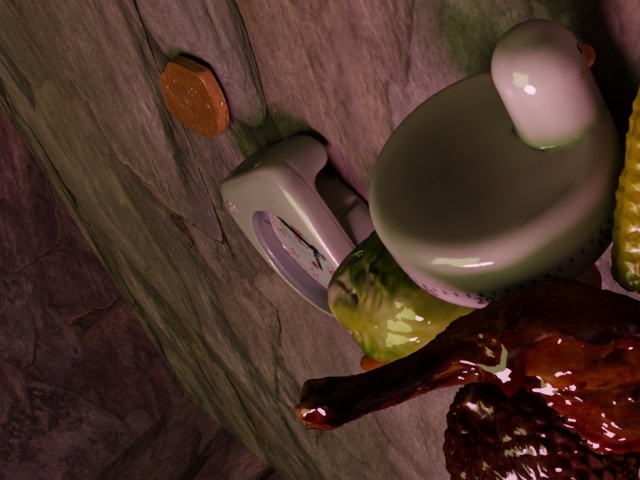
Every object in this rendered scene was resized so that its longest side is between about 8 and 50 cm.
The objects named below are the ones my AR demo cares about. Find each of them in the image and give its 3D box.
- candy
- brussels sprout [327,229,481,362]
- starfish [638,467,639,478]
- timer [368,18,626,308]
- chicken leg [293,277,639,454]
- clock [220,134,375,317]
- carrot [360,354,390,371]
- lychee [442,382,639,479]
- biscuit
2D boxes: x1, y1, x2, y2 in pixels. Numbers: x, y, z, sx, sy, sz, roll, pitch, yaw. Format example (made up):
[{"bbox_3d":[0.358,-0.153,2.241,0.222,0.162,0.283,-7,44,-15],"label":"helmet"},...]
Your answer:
[{"bbox_3d":[0.283,-0.057,0.752,0.094,0.106,0.198,9,109,34],"label":"candy"},{"bbox_3d":[0.120,0.058,1.182,0.161,0.223,0.223,39,164,-24],"label":"brussels sprout"},{"bbox_3d":[0.436,0.170,0.894,0.375,0.094,0.327,35,143,-1],"label":"starfish"},{"bbox_3d":[0.151,-0.064,0.845,0.233,0.233,0.240,26,162,45],"label":"timer"},{"bbox_3d":[0.181,0.107,0.789,0.096,0.407,0.158,-103,15,-69],"label":"chicken leg"},{"bbox_3d":[0.000,0.000,1.451,0.324,0.108,0.265,52,158,-14],"label":"clock"},{"bbox_3d":[0.108,0.223,1.750,0.035,0.035,0.142,51,155,-9],"label":"carrot"},{"bbox_3d":[0.282,0.258,1.194,0.271,0.235,0.236,27,166,-19],"label":"lychee"},{"bbox_3d":[-0.202,-0.230,1.547,0.142,0.029,0.221,51,159,-4],"label":"biscuit"}]
